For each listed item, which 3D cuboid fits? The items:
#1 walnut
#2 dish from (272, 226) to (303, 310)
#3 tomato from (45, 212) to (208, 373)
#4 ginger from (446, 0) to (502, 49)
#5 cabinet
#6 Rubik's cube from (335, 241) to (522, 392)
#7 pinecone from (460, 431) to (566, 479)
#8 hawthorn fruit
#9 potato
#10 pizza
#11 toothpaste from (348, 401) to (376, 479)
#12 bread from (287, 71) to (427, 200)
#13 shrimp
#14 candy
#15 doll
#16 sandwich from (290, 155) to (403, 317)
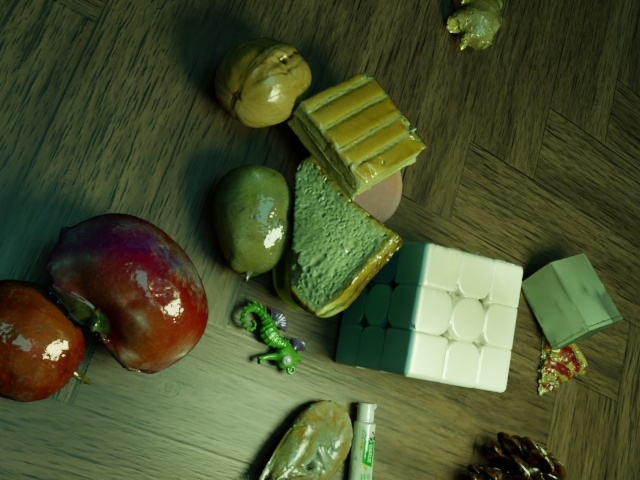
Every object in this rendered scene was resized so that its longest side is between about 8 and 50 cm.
[{"bbox_3d":[-0.125,-0.354,1.673,0.222,0.195,0.195,-41,103,-38],"label":"walnut"},{"bbox_3d":[0.003,0.033,1.710,0.108,0.221,0.262,22,54,-70],"label":"dish"},{"bbox_3d":[-0.325,0.066,1.422,0.334,0.176,0.289,52,22,-16],"label":"tomato"},{"bbox_3d":[0.429,-0.610,2.095,0.157,0.102,0.216,32,67,-15],"label":"ginger"},{"bbox_3d":[0.675,0.166,2.062,0.145,0.150,0.206,-12,67,-31],"label":"cabinet"},{"bbox_3d":[0.244,0.169,1.726,0.291,0.290,0.291,13,83,-30],"label":"Rubik's cube"},{"bbox_3d":[0.464,0.600,1.843,0.309,0.244,0.244,-35,100,-20],"label":"pinecone"},{"bbox_3d":[-0.513,0.188,1.343,0.253,0.205,0.205,31,68,-22],"label":"hawthorn fruit"},{"bbox_3d":[-0.144,-0.036,1.628,0.159,0.175,0.251,25,66,-69],"label":"potato"},{"bbox_3d":[0.660,0.348,2.096,0.188,0.062,0.198,41,65,-16],"label":"pizza"},{"bbox_3d":[0.090,0.531,1.736,0.058,0.056,0.314,4,81,8],"label":"toothpaste"},{"bbox_3d":[0.091,-0.240,1.712,0.246,0.111,0.239,-35,85,-35],"label":"bread"},{"bbox_3d":[-0.034,0.488,1.652,0.168,0.077,0.317,51,58,-17],"label":"shrimp"},{"bbox_3d":[0.079,-0.134,1.809,0.256,0.094,0.255,6,79,-30],"label":"candy"},{"bbox_3d":[-0.108,0.215,1.667,0.115,0.050,0.190,-38,100,-37],"label":"doll"},{"bbox_3d":[-0.001,-0.001,1.606,0.254,0.100,0.288,-46,72,8],"label":"sandwich"}]
